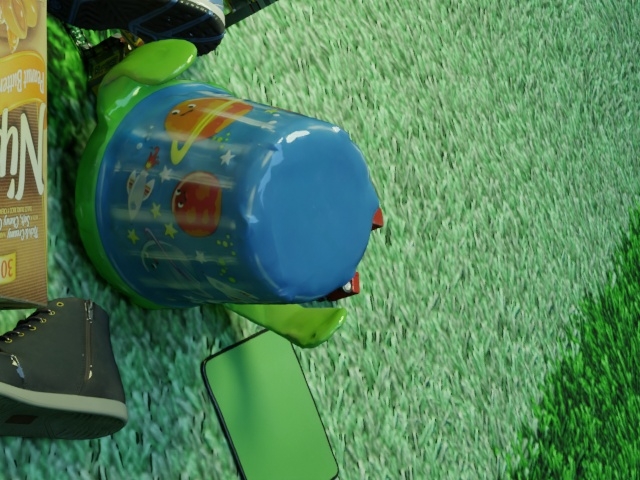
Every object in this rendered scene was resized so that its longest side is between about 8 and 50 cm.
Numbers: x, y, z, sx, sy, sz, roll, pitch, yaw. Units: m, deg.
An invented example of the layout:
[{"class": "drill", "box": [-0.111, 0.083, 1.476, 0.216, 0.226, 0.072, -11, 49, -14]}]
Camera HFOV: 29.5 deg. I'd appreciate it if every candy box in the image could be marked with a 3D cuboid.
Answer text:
[{"class": "candy box", "box": [-0.291, -0.106, 0.986, 0.183, 0.087, 0.317, 38, 49, -79]}]

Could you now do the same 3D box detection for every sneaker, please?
[{"class": "sneaker", "box": [-0.270, 0.101, 1.046, 0.222, 0.083, 0.118, 20, 47, -45]}, {"class": "sneaker", "box": [-0.189, -0.242, 1.141, 0.211, 0.080, 0.081, 22, 44, -17]}]

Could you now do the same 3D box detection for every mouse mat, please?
[{"class": "mouse mat", "box": [-0.051, 0.196, 1.321, 0.152, 0.007, 0.190, -22, 91, -53]}]

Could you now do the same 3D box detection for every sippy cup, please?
[{"class": "sippy cup", "box": [-0.076, -0.035, 1.156, 0.305, 0.224, 0.240, 19, 84, -44]}]

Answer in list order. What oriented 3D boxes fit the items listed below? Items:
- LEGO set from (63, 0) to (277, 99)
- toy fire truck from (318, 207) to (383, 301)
[{"class": "LEGO set", "box": [-0.166, -0.315, 1.248, 0.255, 0.192, 0.331, -31, 99, -52]}, {"class": "toy fire truck", "box": [0.000, 0.000, 1.437, 0.192, 0.047, 0.135, 19, 60, -45]}]
